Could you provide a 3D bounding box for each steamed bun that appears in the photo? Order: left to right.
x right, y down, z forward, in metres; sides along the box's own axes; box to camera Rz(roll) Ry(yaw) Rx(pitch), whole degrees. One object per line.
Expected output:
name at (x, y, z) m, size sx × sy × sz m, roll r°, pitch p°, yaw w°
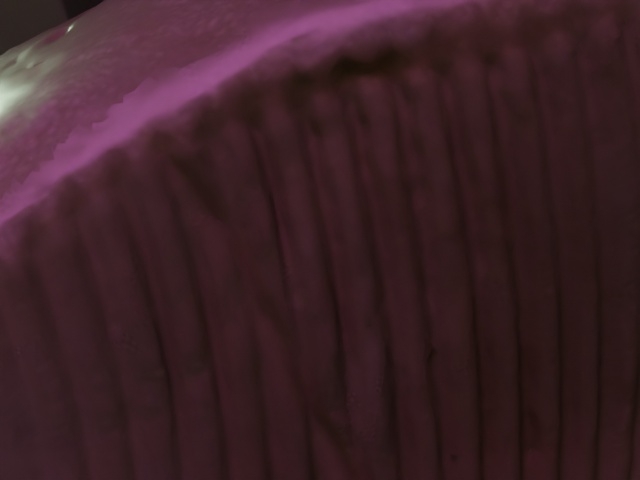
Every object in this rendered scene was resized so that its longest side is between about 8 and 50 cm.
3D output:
steamed bun at (0.002, -0.003, 0.600) m, size 0.383 × 0.247 × 0.236 m, roll -26°, pitch 29°, yaw -6°

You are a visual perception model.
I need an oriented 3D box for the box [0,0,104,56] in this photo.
box at (-0.148, -0.180, 0.807) m, size 0.106 × 0.299 × 0.200 m, roll -1°, pitch 40°, yaw 16°
